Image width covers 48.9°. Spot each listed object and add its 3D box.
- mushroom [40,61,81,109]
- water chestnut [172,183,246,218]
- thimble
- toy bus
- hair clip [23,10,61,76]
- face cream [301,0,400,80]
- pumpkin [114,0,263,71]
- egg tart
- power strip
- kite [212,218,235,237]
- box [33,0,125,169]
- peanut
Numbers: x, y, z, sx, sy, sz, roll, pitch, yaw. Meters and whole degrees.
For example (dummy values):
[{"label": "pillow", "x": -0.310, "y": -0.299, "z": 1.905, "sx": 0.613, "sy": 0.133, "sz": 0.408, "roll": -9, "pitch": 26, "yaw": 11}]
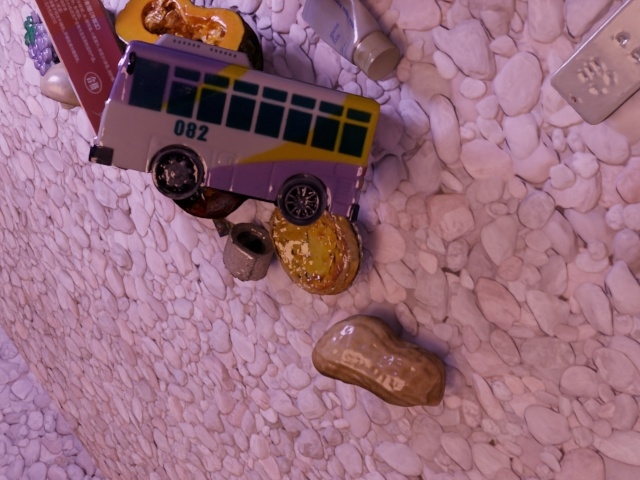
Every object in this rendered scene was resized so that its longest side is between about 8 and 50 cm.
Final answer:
[{"label": "mushroom", "x": -0.628, "y": -0.386, "z": 1.771, "sx": 0.154, "sy": 0.154, "sz": 0.122, "roll": 39, "pitch": 127, "yaw": 22}, {"label": "water chestnut", "x": -0.204, "y": -0.154, "z": 1.463, "sx": 0.223, "sy": 0.238, "sz": 0.224, "roll": -44, "pitch": 39, "yaw": 53}, {"label": "thimble", "x": -0.162, "y": 0.027, "z": 1.580, "sx": 0.115, "sy": 0.102, "sz": 0.090, "roll": 63, "pitch": 144, "yaw": 37}, {"label": "toy bus", "x": -0.140, "y": -0.187, "z": 1.185, "sx": 0.440, "sy": 0.209, "sz": 0.249, "roll": 12, "pitch": 100, "yaw": -8}, {"label": "hair clip", "x": -0.749, "y": -0.530, "z": 1.896, "sx": 0.124, "sy": 0.052, "sz": 0.195, "roll": -47, "pitch": 68, "yaw": 36}, {"label": "face cream", "x": 0.042, "y": -0.372, "z": 1.222, "sx": 0.224, "sy": 0.070, "sz": 0.114, "roll": 51, "pitch": 137, "yaw": 24}, {"label": "pumpkin", "x": -0.268, "y": -0.360, "z": 1.380, "sx": 0.317, "sy": 0.222, "sz": 0.139, "roll": 32, "pitch": 170, "yaw": 23}, {"label": "egg tart", "x": 0.000, "y": 0.000, "z": 1.422, "sx": 0.234, "sy": 0.094, "sz": 0.234, "roll": 19, "pitch": 120, "yaw": 37}, {"label": "power strip", "x": 0.433, "y": -0.280, "z": 0.897, "sx": 0.098, "sy": 0.058, "sz": 0.338, "roll": 51, "pitch": 136, "yaw": 11}, {"label": "kite", "x": -0.234, "y": -0.042, "z": 1.684, "sx": 0.122, "sy": 0.004, "sz": 0.090, "roll": 30, "pitch": 128, "yaw": 29}, {"label": "box", "x": -0.471, "y": -0.360, "z": 1.534, "sx": 0.344, "sy": 0.122, "sz": 0.385, "roll": -164, "pitch": 50, "yaw": -81}, {"label": "peanut", "x": 0.110, "y": 0.233, "z": 1.403, "sx": 0.291, "sy": 0.143, "sz": 0.159, "roll": 16, "pitch": 131, "yaw": 35}]
